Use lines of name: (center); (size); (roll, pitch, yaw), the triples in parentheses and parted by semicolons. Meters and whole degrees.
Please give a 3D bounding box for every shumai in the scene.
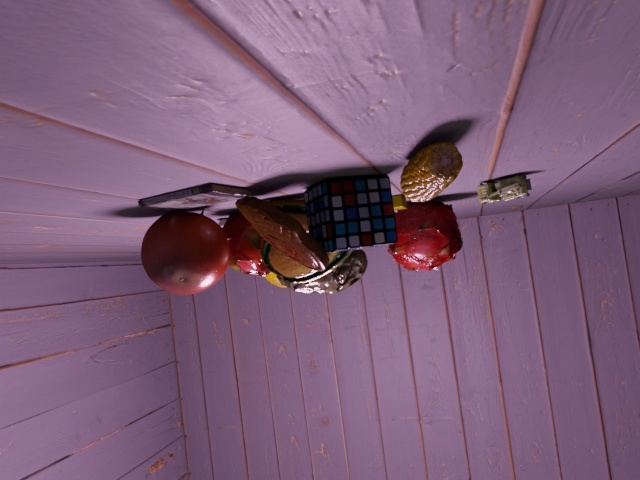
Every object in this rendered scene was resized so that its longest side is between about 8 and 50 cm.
shumai: (0.000, 0.000, 1.824); (0.330, 0.292, 0.288); (-28, 147, -32)

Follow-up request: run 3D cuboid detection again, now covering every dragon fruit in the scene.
dragon fruit: (0.417, -0.021, 2.201); (0.302, 0.295, 0.296); (-21, 172, 19)
dragon fruit: (-0.228, 0.006, 1.828); (0.224, 0.226, 0.224); (-1, -177, 0)

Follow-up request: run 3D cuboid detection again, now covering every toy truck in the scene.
toy truck: (0.589, -0.164, 1.777); (0.100, 0.077, 0.169); (-8, 180, -42)

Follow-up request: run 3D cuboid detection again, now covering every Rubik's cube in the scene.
Rubik's cube: (0.076, -0.065, 1.447); (0.182, 0.186, 0.184); (-7, 180, -20)

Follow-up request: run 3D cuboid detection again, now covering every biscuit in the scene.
biscuit: (-0.048, -0.016, 1.635); (0.344, 0.287, 0.057); (-36, -158, 24)
biscuit: (-0.101, -0.014, 1.436); (0.273, 0.049, 0.257); (21, 157, 44)

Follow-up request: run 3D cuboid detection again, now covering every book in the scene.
book: (-0.307, -0.102, 1.350); (0.231, 0.026, 0.158); (-8, 177, 27)

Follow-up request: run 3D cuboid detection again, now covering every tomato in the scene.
tomato: (-0.396, 0.036, 1.614); (0.256, 0.255, 0.224); (-7, -141, 3)

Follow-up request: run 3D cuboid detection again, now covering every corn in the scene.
corn: (0.226, -0.144, 1.147); (0.102, 0.101, 0.310); (-7, 173, 0)

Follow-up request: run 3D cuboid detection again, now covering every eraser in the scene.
eraser: (0.238, -0.128, 1.937); (0.123, 0.045, 0.097); (-8, 178, 18)

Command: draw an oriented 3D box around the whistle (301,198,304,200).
whistle: (-0.006, -0.106, 1.667); (0.199, 0.057, 0.104); (-8, 177, -13)

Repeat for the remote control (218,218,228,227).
remote control: (-0.304, -0.065, 1.971); (0.122, 0.032, 0.074); (-6, 177, -15)

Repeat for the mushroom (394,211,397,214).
mushroom: (0.270, -0.103, 2.325); (0.084, 0.071, 0.209); (27, -171, 25)

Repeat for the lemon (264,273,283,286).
lemon: (-0.151, 0.063, 2.326); (0.258, 0.310, 0.258); (-34, 178, -1)
